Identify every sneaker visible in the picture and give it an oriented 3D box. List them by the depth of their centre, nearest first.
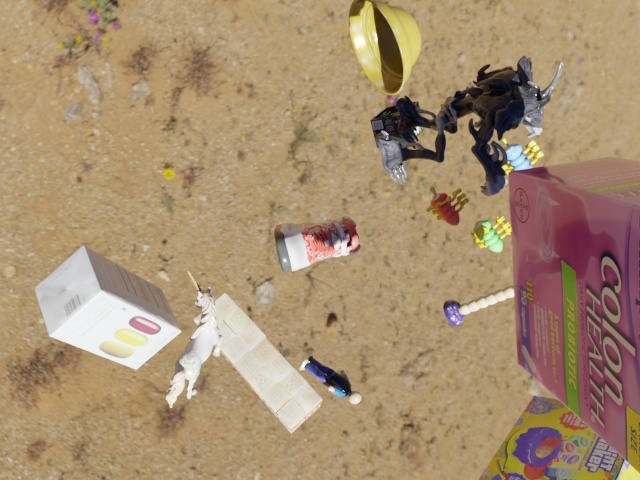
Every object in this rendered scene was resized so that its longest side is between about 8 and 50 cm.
[{"bbox_3d":[0.000,-0.001,1.265,0.270,0.144,0.090,-26,105,-83],"label":"sneaker"}]

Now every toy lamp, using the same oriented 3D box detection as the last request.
[{"bbox_3d":[0.433,0.136,1.581,0.080,0.274,0.080,27,50,-37],"label":"toy lamp"}]

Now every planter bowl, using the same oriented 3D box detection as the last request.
[{"bbox_3d":[0.155,-0.434,1.409,0.090,0.217,0.217,-28,111,-15],"label":"planter bowl"}]

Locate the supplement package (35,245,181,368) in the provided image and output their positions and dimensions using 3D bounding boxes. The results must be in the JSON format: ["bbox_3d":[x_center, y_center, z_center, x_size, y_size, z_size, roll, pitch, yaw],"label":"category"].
[{"bbox_3d":[-0.424,0.142,1.321,0.139,0.134,0.244,-40,143,6],"label":"supplement package"}]

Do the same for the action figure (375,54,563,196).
[{"bbox_3d":[0.220,-0.159,0.909,0.141,0.275,0.164,42,58,-33],"label":"action figure"}]

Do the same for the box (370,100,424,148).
[{"bbox_3d":[0.130,-0.194,1.089,0.083,0.062,0.052,-44,125,-53],"label":"box"}]

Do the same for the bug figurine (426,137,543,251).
[{"bbox_3d":[0.381,-0.085,1.425,0.216,0.279,0.072,46,30,-14],"label":"bug figurine"}]

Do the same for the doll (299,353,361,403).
[{"bbox_3d":[0.037,0.393,1.835,0.046,0.189,0.129,-61,165,19],"label":"doll"}]

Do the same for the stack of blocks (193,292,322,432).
[{"bbox_3d":[-0.128,0.263,1.372,0.087,0.171,0.297,-41,76,-14],"label":"stack of blocks"}]

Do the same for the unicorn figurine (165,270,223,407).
[{"bbox_3d":[-0.169,0.142,0.898,0.060,0.111,0.162,8,51,-3],"label":"unicorn figurine"}]

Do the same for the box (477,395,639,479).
[{"bbox_3d":[0.367,0.440,0.972,0.290,0.177,0.279,-31,115,-46],"label":"box"}]

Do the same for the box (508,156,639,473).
[{"bbox_3d":[0.272,0.050,0.570,0.117,0.243,0.214,-9,104,-8],"label":"box"}]
